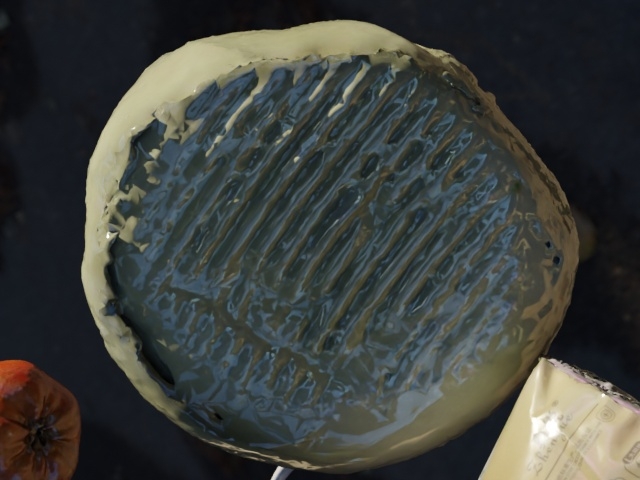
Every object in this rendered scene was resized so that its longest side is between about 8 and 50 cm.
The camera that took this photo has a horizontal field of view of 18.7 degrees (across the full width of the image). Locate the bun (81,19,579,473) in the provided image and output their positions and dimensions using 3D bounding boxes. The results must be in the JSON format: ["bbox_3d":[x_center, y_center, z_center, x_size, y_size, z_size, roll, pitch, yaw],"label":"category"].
[{"bbox_3d":[0.000,0.000,1.437,0.211,0.359,0.360,-78,-38,-82],"label":"bun"}]

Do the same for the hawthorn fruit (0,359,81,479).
[{"bbox_3d":[-0.271,0.169,1.712,0.125,0.125,0.140,59,167,2],"label":"hawthorn fruit"}]

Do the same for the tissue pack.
[{"bbox_3d":[0.182,0.232,1.290,0.215,0.257,0.123,27,180,39],"label":"tissue pack"}]

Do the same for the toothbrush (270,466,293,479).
[{"bbox_3d":[-0.016,0.179,1.710,0.307,0.025,0.029,115,147,-42],"label":"toothbrush"}]
